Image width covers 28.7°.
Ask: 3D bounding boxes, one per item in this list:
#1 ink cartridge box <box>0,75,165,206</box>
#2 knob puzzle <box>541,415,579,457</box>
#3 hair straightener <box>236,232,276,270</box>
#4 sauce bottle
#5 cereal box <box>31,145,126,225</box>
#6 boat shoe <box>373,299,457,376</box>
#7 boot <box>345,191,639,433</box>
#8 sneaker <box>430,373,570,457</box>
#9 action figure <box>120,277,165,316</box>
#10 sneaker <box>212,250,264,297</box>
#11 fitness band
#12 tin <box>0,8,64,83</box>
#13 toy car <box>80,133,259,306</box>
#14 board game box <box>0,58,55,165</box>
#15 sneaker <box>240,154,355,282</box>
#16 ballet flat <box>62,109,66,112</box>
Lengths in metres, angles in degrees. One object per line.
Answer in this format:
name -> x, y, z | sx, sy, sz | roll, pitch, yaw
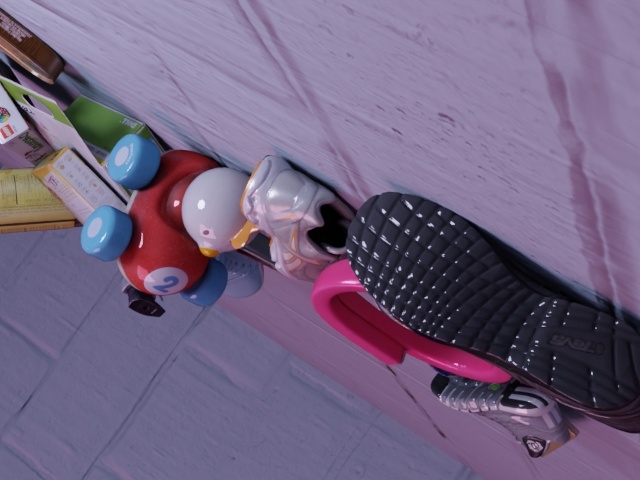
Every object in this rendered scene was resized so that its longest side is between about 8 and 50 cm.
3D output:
ink cartridge box -> -0.346, -0.169, 1.889 | 0.189, 0.097, 0.255 | 27, 157, 44
knob puzzle -> 0.281, 0.223, 1.812 | 0.213, 0.030, 0.213 | 41, 161, 17
hair straightener -> -0.052, 0.037, 2.016 | 0.230, 0.047, 0.089 | 31, 170, 23
sauce bottle -> -0.436, -0.072, 2.120 | 0.344, 0.111, 0.111 | -3, -176, -19
cereal box -> -0.336, -0.040, 1.936 | 0.240, 0.047, 0.173 | 47, 163, -16
boat shoe -> 0.136, 0.112, 1.706 | 0.183, 0.066, 0.066 | 51, 170, -25
boot -> 0.184, 0.089, 1.264 | 0.338, 0.118, 0.223 | 36, 177, 23
sneaker -> 0.253, 0.243, 1.732 | 0.228, 0.086, 0.132 | 9, 138, 57
action figure -> -0.336, -0.006, 2.247 | 0.099, 0.185, 0.285 | 12, -138, -36
sneaker -> -0.204, 0.032, 2.099 | 0.366, 0.135, 0.150 | 45, -152, -48
fitness band -> 0.117, 0.103, 1.537 | 0.209, 0.054, 0.291 | -3, 150, 47
tin -> -0.450, -0.296, 1.794 | 0.189, 0.040, 0.106 | 38, 166, -18
toy car -> -0.157, -0.021, 1.692 | 0.219, 0.210, 0.238 | 29, 164, -39
board game box -> -0.510, -0.223, 2.030 | 0.193, 0.053, 0.305 | 57, 177, 3
sneaker -> 0.000, 0.000, 1.513 | 0.121, 0.099, 0.262 | 25, 168, 28
ballet flat -> -0.355, -0.147, 2.105 | 0.231, 0.077, 0.077 | 29, -175, 25
